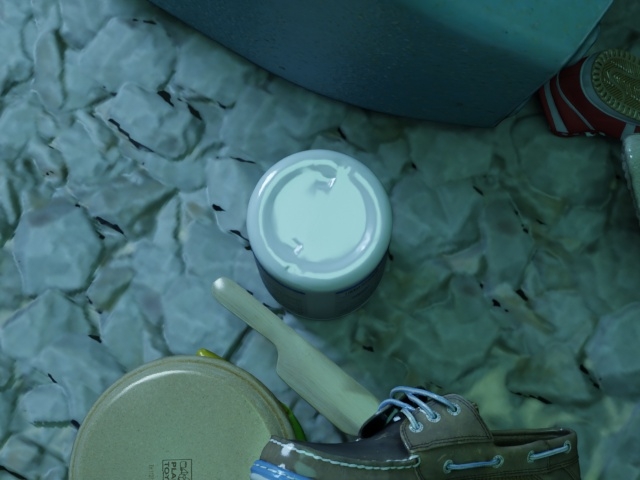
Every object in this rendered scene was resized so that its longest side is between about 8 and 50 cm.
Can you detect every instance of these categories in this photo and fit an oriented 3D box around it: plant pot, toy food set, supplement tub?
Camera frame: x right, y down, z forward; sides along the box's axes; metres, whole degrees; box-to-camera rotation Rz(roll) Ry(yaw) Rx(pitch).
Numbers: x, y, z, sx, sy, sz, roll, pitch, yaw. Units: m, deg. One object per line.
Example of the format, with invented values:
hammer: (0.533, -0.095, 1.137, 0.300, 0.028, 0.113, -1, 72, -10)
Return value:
plant pot: (0.045, -0.196, 0.634, 0.252, 0.248, 0.247, 37, 81, -1)
toy food set: (-0.066, 0.125, 0.668, 0.132, 0.038, 0.192, 41, 87, 15)
supplement tub: (0.000, 0.000, 0.653, 0.071, 0.107, 0.071, 0, 79, 0)

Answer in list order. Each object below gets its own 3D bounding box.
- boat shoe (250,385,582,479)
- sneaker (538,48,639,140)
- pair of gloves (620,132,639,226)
boat shoe: (0.050, 0.105, 0.625, 0.183, 0.066, 0.066, 14, 85, -33)
sneaker: (0.171, -0.064, 0.704, 0.118, 0.067, 0.042, 32, 76, -24)
pair of gloves: (0.272, 0.027, 0.624, 0.204, 0.042, 0.240, -15, 63, -7)
